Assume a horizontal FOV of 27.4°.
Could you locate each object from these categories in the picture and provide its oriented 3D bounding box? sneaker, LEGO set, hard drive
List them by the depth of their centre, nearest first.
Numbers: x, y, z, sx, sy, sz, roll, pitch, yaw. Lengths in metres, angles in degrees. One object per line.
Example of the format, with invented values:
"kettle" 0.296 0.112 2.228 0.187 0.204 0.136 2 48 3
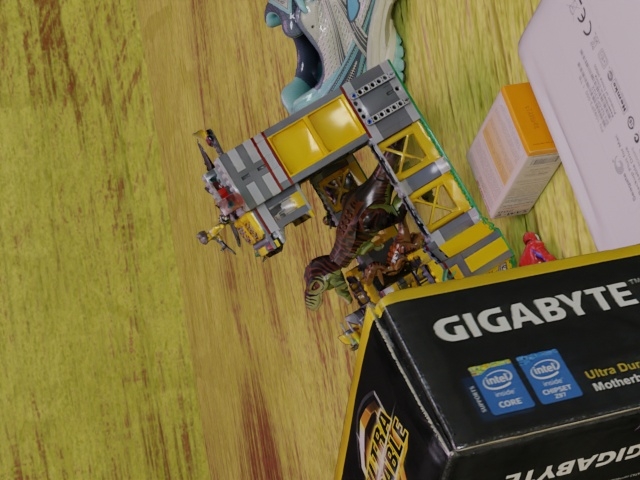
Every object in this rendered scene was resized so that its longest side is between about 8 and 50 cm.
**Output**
"hard drive" 0.211 -0.129 0.771 0.307 0.040 0.203 113 144 -60
"LEGO set" 0.000 0.000 1.125 0.255 0.192 0.331 61 167 -9
"sneaker" 0.013 -0.236 1.212 0.110 0.122 0.283 -134 38 -61

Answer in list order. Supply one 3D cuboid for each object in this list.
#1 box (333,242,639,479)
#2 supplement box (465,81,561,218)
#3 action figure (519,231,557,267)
"box" 0.163 0.106 0.569 0.257 0.322 0.079 98 155 -45
"supplement box" 0.150 -0.068 1.002 0.098 0.036 0.062 112 144 -59
"action figure" 0.175 0.037 0.993 0.038 0.030 0.115 107 154 -45
